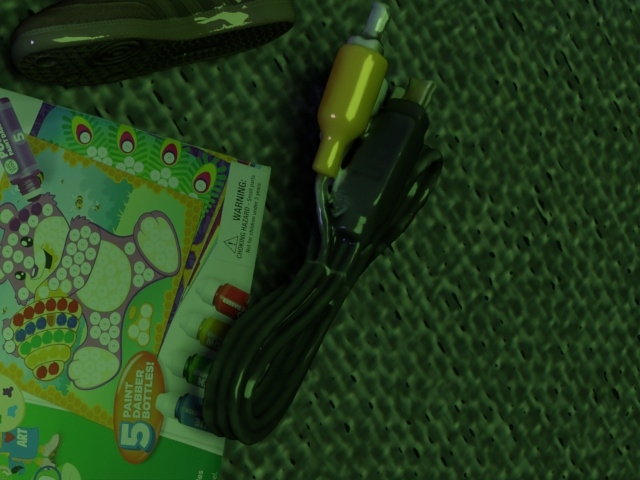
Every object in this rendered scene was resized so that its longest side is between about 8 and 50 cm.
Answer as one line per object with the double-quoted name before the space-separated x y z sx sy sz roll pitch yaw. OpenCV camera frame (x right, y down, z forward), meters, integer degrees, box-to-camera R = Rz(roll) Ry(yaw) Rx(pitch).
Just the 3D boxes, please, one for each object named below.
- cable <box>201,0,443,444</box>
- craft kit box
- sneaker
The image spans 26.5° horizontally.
"cable" 0.000 0.000 0.839 0.287 0.072 0.139 -61 155 -20
"craft kit box" -0.160 0.049 0.744 0.246 0.061 0.250 14 79 -30
"sneaker" -0.104 -0.140 0.797 0.188 0.066 0.071 -14 78 -39
